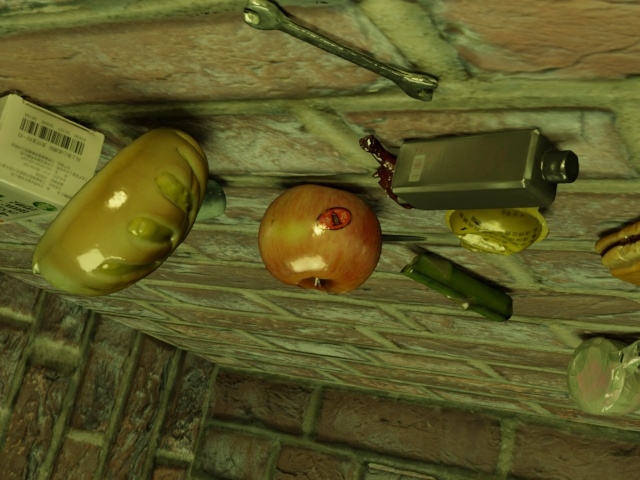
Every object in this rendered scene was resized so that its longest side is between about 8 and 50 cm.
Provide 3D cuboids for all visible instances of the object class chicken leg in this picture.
[{"bbox_3d":[0.110,-0.093,1.357,0.093,0.053,0.205,25,164,17],"label":"chicken leg"}]

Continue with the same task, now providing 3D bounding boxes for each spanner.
[{"bbox_3d":[0.027,-0.213,1.067,0.255,0.015,0.054,20,161,-21],"label":"spanner"}]

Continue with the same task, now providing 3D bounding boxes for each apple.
[{"bbox_3d":[0.000,0.000,1.550,0.209,0.164,0.209,11,164,3],"label":"apple"}]

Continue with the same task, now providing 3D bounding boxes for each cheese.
[{"bbox_3d":[0.267,-0.040,1.368,0.157,0.064,0.250,14,155,-4],"label":"cheese"}]

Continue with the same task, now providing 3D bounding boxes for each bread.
[{"bbox_3d":[-0.283,-0.034,1.434,0.160,0.333,0.333,44,158,-7],"label":"bread"},{"bbox_3d":[0.490,0.020,1.373,0.116,0.077,0.200,9,166,-10],"label":"bread"}]

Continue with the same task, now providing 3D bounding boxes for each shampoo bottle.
[{"bbox_3d":[0.212,-0.088,1.217,0.246,0.080,0.079,0,161,42],"label":"shampoo bottle"}]

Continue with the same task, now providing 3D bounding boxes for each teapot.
[{"bbox_3d":[0.654,0.275,2.025,0.178,0.221,0.163,13,-154,-31],"label":"teapot"}]

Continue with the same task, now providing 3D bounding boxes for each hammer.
[{"bbox_3d":[-0.244,-0.071,1.688,0.116,0.069,0.194,-15,-169,-20],"label":"hammer"}]

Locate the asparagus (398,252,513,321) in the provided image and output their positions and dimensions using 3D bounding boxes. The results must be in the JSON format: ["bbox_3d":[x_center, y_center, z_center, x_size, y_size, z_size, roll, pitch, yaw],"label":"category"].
[{"bbox_3d":[0.262,0.087,1.806,0.278,0.067,0.060,29,-174,-32],"label":"asparagus"}]

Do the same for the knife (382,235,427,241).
[{"bbox_3d":[0.118,-0.003,1.717,0.170,0.010,0.023,2,159,33],"label":"knife"}]

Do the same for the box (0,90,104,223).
[{"bbox_3d":[-0.531,-0.132,1.599,0.173,0.145,0.333,24,161,-38],"label":"box"}]
